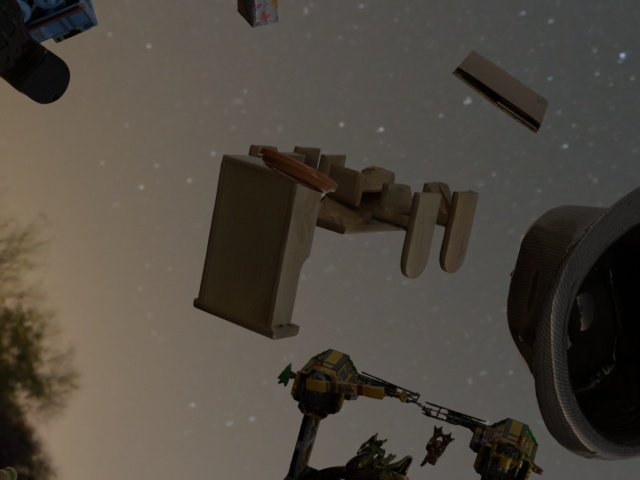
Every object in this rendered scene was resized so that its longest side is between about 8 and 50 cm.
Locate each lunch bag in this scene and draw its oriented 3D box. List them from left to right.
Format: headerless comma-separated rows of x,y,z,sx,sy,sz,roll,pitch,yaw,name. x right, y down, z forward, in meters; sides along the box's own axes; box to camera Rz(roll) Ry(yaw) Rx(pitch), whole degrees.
-0.093,-0.351,1.535,0.083,0.053,0.071,49,-31,44,lunch bag

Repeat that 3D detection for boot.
-0.374,-0.235,1.201,0.106,0.082,0.219,31,-14,30,boot

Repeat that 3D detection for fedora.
0.252,0.059,0.975,0.124,0.244,0.275,28,-29,53,fedora

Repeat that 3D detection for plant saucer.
-0.023,-0.066,1.053,0.013,0.083,0.083,-64,-157,-4,plant saucer

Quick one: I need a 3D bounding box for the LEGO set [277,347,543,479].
0.068,0.279,1.176,0.331,0.192,0.255,27,-71,9,LEGO set

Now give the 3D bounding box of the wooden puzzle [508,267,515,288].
0.364,0.053,1.963,0.006,0.083,0.049,35,-7,34,wooden puzzle

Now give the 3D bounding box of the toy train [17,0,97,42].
-0.380,-0.291,1.391,0.105,0.184,0.080,60,8,-61,toy train

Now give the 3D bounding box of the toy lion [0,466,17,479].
-0.456,0.369,1.494,0.034,0.096,0.100,9,66,-81,toy lion

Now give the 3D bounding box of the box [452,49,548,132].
0.303,-0.253,1.816,0.164,0.201,0.021,35,-67,2,box

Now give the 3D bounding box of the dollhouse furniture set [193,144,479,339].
0.000,0.000,1.838,0.362,0.394,0.256,19,-77,33,dollhouse furniture set
